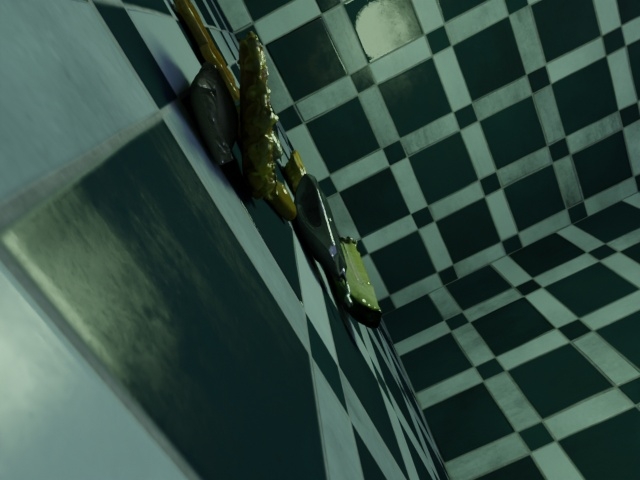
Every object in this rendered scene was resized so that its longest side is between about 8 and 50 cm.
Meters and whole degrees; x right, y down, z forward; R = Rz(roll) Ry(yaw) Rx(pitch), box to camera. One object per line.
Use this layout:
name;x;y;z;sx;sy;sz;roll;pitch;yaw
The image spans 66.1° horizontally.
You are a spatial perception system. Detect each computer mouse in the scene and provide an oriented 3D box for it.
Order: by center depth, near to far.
computer mouse;0.000;0.000;1.210;0.167;0.090;0.379;55;15;-60

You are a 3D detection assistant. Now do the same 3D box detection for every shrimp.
shrimp;-0.228;-0.405;1.281;0.091;0.025;0.127;62;2;-38

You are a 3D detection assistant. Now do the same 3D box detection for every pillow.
pillow;-0.154;-0.195;0.728;0.208;0.053;0.119;-107;179;-63

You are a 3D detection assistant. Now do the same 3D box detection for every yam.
yam;-0.141;-0.256;1.140;0.070;0.069;0.146;-108;172;-61

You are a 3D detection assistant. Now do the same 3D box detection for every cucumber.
cucumber;0.085;0.130;1.354;0.325;0.105;0.145;-110;-162;-57

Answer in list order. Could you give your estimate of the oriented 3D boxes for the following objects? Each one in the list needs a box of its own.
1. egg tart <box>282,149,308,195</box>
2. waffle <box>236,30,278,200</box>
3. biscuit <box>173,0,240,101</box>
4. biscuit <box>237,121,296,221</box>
egg tart;-0.069;-0.200;1.610;0.191;0.074;0.191;64;4;-7
waffle;-0.099;-0.194;0.773;0.243;0.058;0.238;101;-18;-57
biscuit;-0.244;-0.410;1.067;0.240;0.035;0.158;62;7;-11
biscuit;-0.110;-0.136;1.022;0.174;0.039;0.183;63;4;27
